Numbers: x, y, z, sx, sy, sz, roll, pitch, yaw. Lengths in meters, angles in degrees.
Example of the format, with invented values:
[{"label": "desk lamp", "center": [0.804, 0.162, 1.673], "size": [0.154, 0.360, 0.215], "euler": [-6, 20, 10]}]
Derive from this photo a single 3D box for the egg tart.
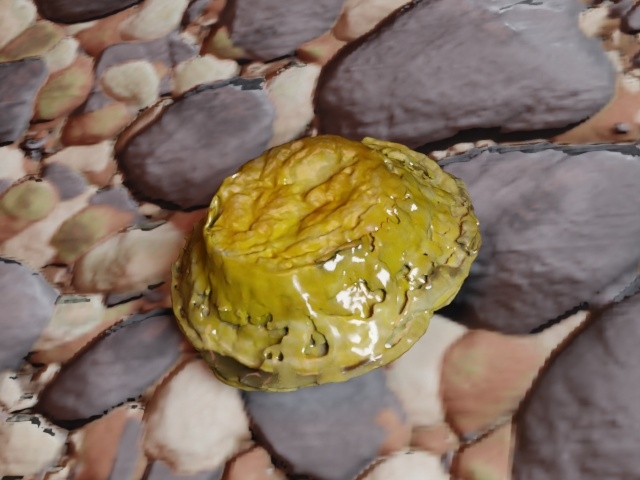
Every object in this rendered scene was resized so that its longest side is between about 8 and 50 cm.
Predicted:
[{"label": "egg tart", "center": [0.000, 0.000, 0.560], "size": [0.130, 0.052, 0.130], "euler": [-12, 41, 10]}]
